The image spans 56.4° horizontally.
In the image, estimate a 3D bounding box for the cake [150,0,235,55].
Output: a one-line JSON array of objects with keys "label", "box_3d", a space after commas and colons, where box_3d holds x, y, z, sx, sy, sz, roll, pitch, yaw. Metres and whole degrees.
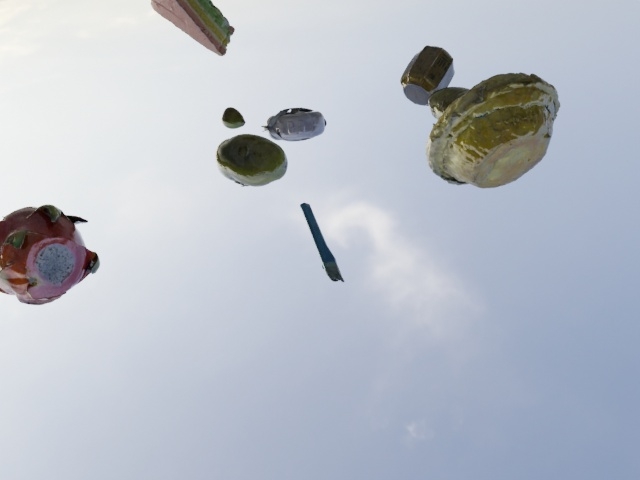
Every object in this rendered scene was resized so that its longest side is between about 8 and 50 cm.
[{"label": "cake", "box_3d": [-0.320, -0.565, 1.496, 0.090, 0.225, 0.110, -15, -136, 37]}]

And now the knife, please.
[{"label": "knife", "box_3d": [0.000, 0.002, 1.619, 0.044, 0.026, 0.297, -6, -131, -19]}]

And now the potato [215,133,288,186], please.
[{"label": "potato", "box_3d": [-0.219, -0.250, 1.885, 0.248, 0.143, 0.170, 12, -96, 22]}]

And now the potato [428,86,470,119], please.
[{"label": "potato", "box_3d": [0.440, -0.411, 1.858, 0.149, 0.113, 0.251, -39, -143, -25]}]

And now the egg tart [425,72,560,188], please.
[{"label": "egg tart", "box_3d": [0.469, -0.264, 1.578, 0.387, 0.388, 0.169, -17, -123, -9]}]

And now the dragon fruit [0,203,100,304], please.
[{"label": "dragon fruit", "box_3d": [-0.775, 0.043, 1.680, 0.189, 0.291, 0.291, 10, -140, 31]}]

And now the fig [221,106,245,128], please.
[{"label": "fig", "box_3d": [-0.306, -0.427, 2.108, 0.087, 0.074, 0.074, 26, -135, 10]}]

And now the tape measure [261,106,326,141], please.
[{"label": "tape measure", "box_3d": [-0.081, -0.405, 2.094, 0.197, 0.120, 0.236, 2, -163, 26]}]

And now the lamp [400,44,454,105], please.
[{"label": "lamp", "box_3d": [0.371, -0.570, 2.068, 0.161, 0.161, 0.185, 20, -111, 36]}]
